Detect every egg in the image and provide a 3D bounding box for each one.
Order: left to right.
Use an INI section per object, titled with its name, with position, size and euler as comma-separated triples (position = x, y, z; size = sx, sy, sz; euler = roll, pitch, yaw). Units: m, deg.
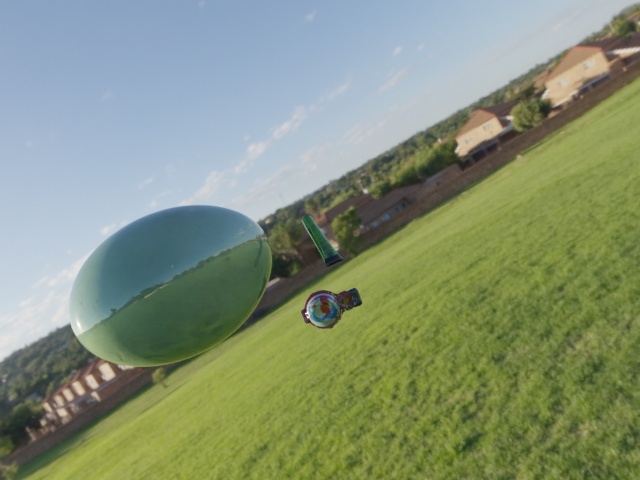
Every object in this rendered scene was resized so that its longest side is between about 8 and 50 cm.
[egg]
position = -0.268, 0.079, 0.983
size = 0.389, 0.276, 0.276
euler = -31, 2, -27

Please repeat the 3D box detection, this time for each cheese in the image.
[cheese]
position = 0.026, 0.157, 1.237
size = 0.145, 0.095, 0.038
euler = -21, 2, -3

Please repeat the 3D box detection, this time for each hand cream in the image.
[hand cream]
position = 0.000, 0.000, 1.025
size = 0.036, 0.122, 0.023
euler = -22, -33, -17
